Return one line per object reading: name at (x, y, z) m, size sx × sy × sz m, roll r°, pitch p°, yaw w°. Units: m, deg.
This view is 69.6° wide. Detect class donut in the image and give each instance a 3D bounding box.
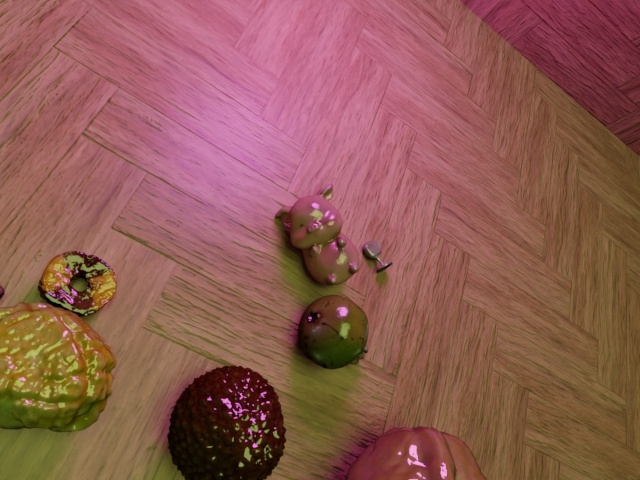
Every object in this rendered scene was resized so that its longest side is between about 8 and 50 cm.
donut at (-0.496, 0.092, 0.942) m, size 0.141 × 0.059 × 0.140 m, roll 10°, pitch 67°, yaw -25°

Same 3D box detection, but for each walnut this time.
walnut at (0.215, 0.594, 0.990) m, size 0.381 × 0.381 × 0.381 m, roll 10°, pitch 67°, yaw -26°

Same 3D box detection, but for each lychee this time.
lychee at (-0.180, 0.374, 0.909) m, size 0.236 × 0.271 × 0.235 m, roll -6°, pitch 103°, yaw -27°

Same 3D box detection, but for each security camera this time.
security camera at (0.162, 0.044, 1.345) m, size 0.058 × 0.058 × 0.092 m, roll -22°, pitch 72°, yaw -34°

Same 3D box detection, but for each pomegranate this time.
pomegranate at (0.048, 0.225, 1.144) m, size 0.211 × 0.179 × 0.179 m, roll 11°, pitch 66°, yaw -48°

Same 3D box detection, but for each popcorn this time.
popcorn at (-0.515, 0.218, 0.820) m, size 0.286 × 0.173 × 0.225 m, roll 12°, pitch 59°, yaw -16°

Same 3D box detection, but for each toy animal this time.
toy animal at (0.008, -0.004, 1.206) m, size 0.167 × 0.154 × 0.250 m, roll -25°, pitch 90°, yaw -11°

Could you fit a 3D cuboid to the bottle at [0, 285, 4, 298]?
bottle at (-0.663, 0.064, 0.861) m, size 0.140 × 0.053 × 0.053 m, roll 47°, pitch 57°, yaw -6°
